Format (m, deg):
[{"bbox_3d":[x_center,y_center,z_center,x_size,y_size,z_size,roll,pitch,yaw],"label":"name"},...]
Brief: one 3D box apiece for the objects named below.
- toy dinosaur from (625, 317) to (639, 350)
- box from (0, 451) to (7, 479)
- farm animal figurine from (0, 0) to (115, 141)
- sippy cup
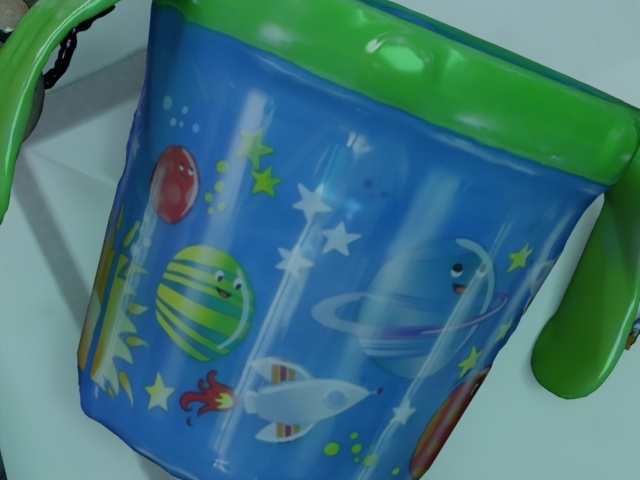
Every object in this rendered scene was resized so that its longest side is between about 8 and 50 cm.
[{"bbox_3d":[0.189,0.031,0.988,0.090,0.047,0.082,32,105,-15],"label":"toy dinosaur"},{"bbox_3d":[-0.220,0.127,0.931,0.137,0.072,0.126,-14,90,-5],"label":"box"},{"bbox_3d":[-0.312,-0.103,0.863,0.330,0.172,0.327,41,54,6],"label":"farm animal figurine"},{"bbox_3d":[0.000,0.000,0.888,0.305,0.240,0.224,24,98,4],"label":"sippy cup"}]
